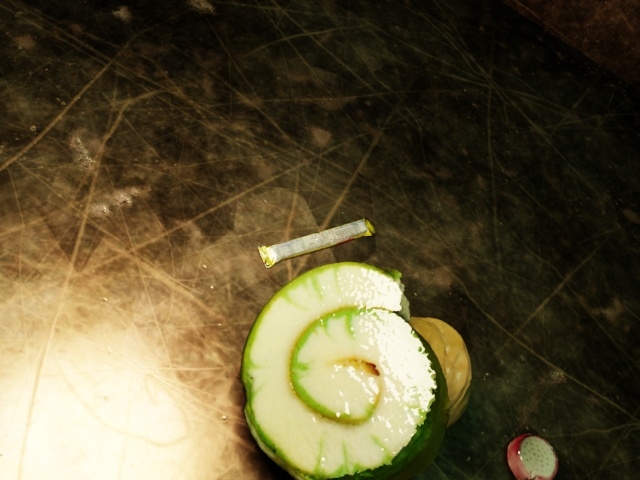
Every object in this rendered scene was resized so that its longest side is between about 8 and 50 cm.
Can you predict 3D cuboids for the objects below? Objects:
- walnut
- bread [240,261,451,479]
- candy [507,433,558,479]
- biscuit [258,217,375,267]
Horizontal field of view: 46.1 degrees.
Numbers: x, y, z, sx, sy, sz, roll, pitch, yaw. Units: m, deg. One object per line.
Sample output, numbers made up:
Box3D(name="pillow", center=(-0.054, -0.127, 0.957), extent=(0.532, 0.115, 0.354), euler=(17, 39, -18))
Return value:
Box3D(name="walnut", center=(0.173, 0.246, 1.391), extent=(0.228, 0.228, 0.228), euler=(14, 52, -18))
Box3D(name="bread", center=(0.048, 0.219, 1.258), extent=(0.366, 0.129, 0.382), euler=(19, 79, 31))
Box3D(name="candy", center=(0.418, 0.431, 1.481), extent=(0.103, 0.043, 0.103), euler=(14, 51, -18))
Box3D(name="biscuit", center=(0.000, 0.000, 1.595), extent=(0.292, 0.026, 0.048), euler=(-16, 69, -34))
